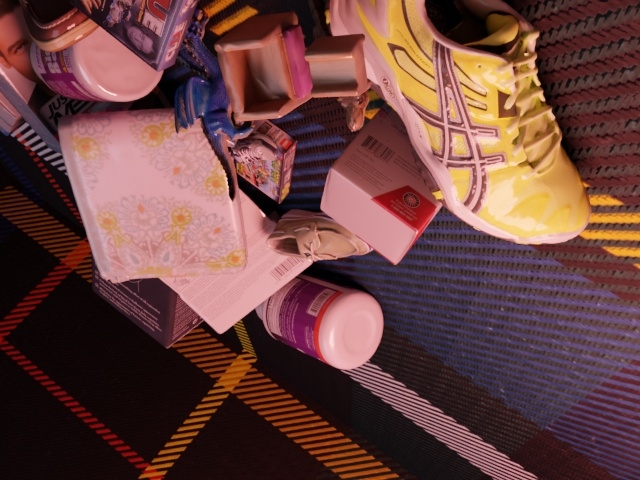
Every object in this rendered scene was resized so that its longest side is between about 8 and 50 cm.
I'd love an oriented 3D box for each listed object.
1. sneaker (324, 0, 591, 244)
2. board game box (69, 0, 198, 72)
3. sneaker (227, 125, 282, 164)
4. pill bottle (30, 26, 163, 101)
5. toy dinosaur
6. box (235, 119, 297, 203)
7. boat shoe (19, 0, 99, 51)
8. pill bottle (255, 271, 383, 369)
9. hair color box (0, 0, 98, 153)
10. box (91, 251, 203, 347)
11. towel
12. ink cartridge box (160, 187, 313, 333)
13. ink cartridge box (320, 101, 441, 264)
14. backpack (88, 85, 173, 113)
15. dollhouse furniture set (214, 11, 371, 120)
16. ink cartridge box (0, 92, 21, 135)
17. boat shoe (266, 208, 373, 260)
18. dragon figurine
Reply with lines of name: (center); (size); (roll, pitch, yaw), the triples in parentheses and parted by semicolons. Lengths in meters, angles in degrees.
sneaker: (0.162, -0.138, 0.650); (0.384, 0.145, 0.147); (45, 159, -17)
board game box: (-0.229, -0.367, 0.839); (0.165, 0.042, 0.243); (38, 132, 2)
sneaker: (-0.123, -0.153, 1.110); (0.135, 0.058, 0.052); (20, 152, 38)
pill bottle: (-0.427, -0.343, 1.188); (0.301, 0.169, 0.169); (14, 147, 48)
toy dinosaur: (0.022, -0.231, 0.763); (0.118, 0.064, 0.268); (22, -144, -53)
box: (-0.105, -0.156, 1.210); (0.114, 0.036, 0.207); (36, 159, 9)
boat shoe: (-0.436, -0.412, 1.007); (0.342, 0.123, 0.123); (60, 179, 42)
pill bottle: (-0.016, 0.178, 1.532); (0.322, 0.181, 0.181); (14, 147, 50)
hair color box: (-0.609, -0.381, 1.393); (0.113, 0.185, 0.374); (23, 154, 38)
box: (-0.415, 0.023, 1.656); (0.293, 0.212, 0.396); (33, 134, 18)
towel: (-0.321, -0.084, 1.290); (0.320, 0.090, 0.375); (-4, 123, 1)
ink cartridge box: (-0.209, 0.036, 1.451); (0.261, 0.296, 0.066); (46, -163, -19)
ink cartridge box: (0.105, -0.088, 0.800); (0.128, 0.176, 0.127); (37, 162, 8)
backpack: (-0.394, -0.238, 1.354); (0.188, 0.144, 0.166); (-5, 140, 24)
dollhouse furniture set: (0.069, -0.268, 0.503); (0.303, 0.198, 0.287); (2, 122, 26)
ink cartridge box: (-0.760, -0.409, 1.574); (0.197, 0.198, 0.270); (49, 158, -21)
boat shoe: (0.000, 0.000, 1.266); (0.109, 0.094, 0.302); (49, 157, -24)
dragon figurine: (-0.183, -0.208, 1.009); (0.144, 0.289, 0.085); (7, 177, -27)
